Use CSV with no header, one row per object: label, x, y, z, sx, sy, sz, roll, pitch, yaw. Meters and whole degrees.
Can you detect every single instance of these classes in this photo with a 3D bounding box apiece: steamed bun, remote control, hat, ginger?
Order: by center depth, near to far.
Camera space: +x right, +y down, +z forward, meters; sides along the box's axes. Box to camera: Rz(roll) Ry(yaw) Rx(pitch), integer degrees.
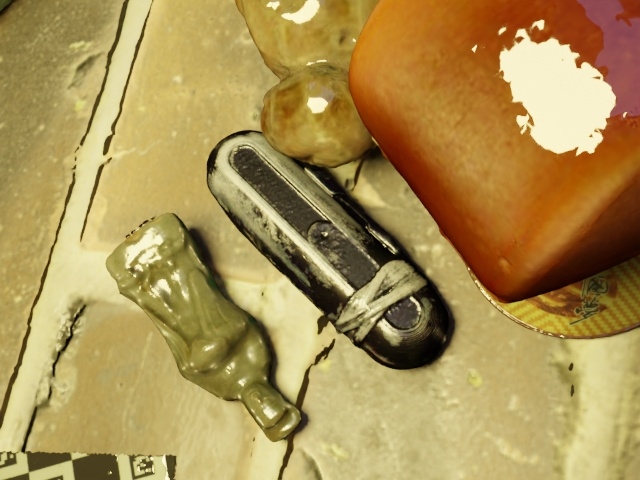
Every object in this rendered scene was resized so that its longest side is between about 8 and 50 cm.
steamed bun,0.223,-0.139,0.605,0.379,0.248,0.235,-24,67,-25
hat,0.198,-0.024,0.721,0.193,0.082,0.193,-5,72,16
remote control,0.000,0.000,0.777,0.090,0.066,0.266,-46,67,1
ginger,0.045,-0.209,0.779,0.304,0.155,0.244,-42,74,0

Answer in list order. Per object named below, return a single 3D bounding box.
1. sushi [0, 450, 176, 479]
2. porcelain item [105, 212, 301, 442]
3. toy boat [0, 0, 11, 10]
sushi,-0.260,0.273,0.782,0.280,0.043,0.192,-3,73,15
porcelain item,-0.095,0.081,0.787,0.081,0.069,0.215,-38,72,-3
toy boat,-0.389,-0.283,0.957,0.199,0.100,0.290,39,86,23
